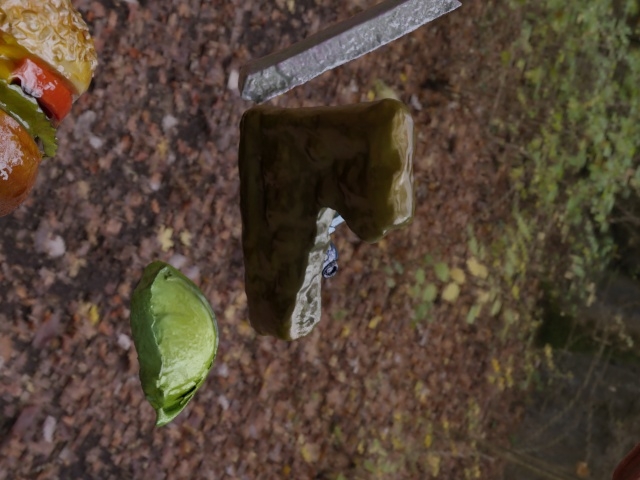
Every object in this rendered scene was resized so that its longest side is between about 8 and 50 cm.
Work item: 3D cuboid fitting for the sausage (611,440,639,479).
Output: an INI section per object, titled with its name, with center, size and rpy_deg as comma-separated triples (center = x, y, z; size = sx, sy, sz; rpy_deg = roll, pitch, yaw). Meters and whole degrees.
[sausage]
center = 0.321, 0.137, 0.775
size = 0.223, 0.029, 0.029
rpy_deg = -53, 158, 15

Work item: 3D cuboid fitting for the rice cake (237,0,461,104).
[rice cake]
center = 0.038, -0.303, 1.382
size = 0.365, 0.073, 0.056
rpy_deg = -26, 118, -5

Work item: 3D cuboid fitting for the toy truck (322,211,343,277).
[toy truck]
center = 0.000, 0.000, 1.079
size = 0.136, 0.063, 0.074
rpy_deg = -32, 141, -11

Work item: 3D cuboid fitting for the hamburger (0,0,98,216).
[hamburger]
center = -0.392, -0.184, 0.898
size = 0.250, 0.330, 0.330
rpy_deg = -70, 155, -16

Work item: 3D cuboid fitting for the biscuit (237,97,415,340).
[biscuit]
center = 0.001, -0.013, 0.632
size = 0.039, 0.183, 0.174
rpy_deg = -5, 94, -37

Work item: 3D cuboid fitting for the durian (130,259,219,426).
[durian]
center = -0.227, 0.152, 1.403
size = 0.139, 0.101, 0.250
rpy_deg = -19, 114, -32
